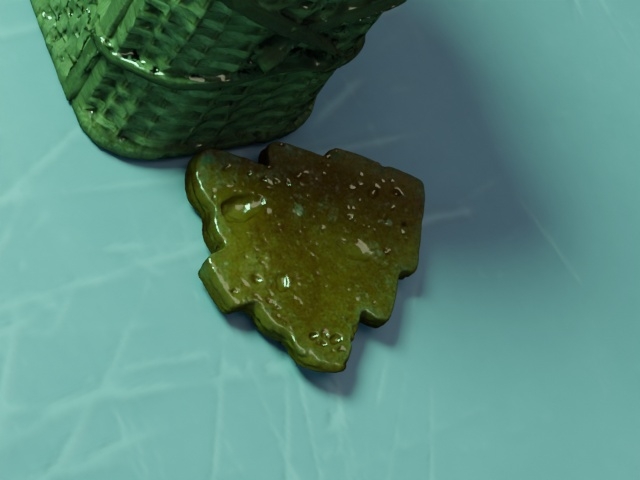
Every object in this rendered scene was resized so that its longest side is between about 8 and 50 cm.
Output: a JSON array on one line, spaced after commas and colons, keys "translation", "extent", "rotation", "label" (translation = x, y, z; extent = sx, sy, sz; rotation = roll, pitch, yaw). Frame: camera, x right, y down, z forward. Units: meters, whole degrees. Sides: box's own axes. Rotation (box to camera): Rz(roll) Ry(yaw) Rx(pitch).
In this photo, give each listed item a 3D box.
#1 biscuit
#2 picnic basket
[{"translation": [0.000, 0.000, 0.668], "extent": [0.130, 0.019, 0.119], "rotation": [-24, 77, -35], "label": "biscuit"}, {"translation": [-0.034, -0.141, 0.616], "extent": [0.134, 0.196, 0.154], "rotation": [-10, 70, -32], "label": "picnic basket"}]
